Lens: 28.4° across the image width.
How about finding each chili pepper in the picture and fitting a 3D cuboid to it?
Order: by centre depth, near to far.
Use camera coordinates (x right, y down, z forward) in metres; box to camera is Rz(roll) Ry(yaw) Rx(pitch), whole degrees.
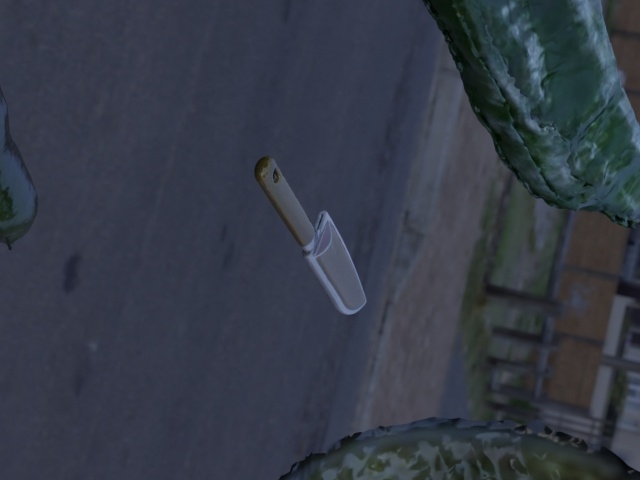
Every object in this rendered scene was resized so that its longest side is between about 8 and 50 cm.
[{"bbox_3d":[0.051,-0.087,0.346,0.088,0.059,0.227,-38,122,-7],"label":"chili pepper"}]

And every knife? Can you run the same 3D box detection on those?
[{"bbox_3d":[0.001,0.000,1.027,0.256,0.022,0.046,58,43,-55],"label":"knife"}]

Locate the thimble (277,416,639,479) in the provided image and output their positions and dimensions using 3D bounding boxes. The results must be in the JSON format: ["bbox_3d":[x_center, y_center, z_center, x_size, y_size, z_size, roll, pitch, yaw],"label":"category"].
[{"bbox_3d":[0.077,0.225,0.603,0.271,0.271,0.150,-60,161,-55],"label":"thimble"}]

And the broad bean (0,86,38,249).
[{"bbox_3d":[-0.153,-0.074,0.536,0.069,0.039,0.226,-110,-167,-49],"label":"broad bean"}]
